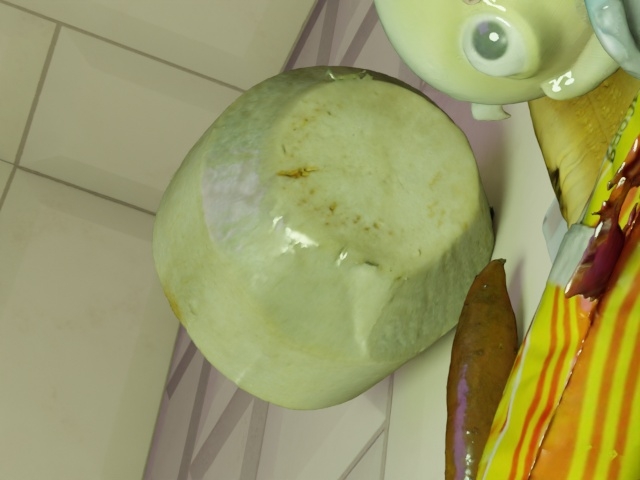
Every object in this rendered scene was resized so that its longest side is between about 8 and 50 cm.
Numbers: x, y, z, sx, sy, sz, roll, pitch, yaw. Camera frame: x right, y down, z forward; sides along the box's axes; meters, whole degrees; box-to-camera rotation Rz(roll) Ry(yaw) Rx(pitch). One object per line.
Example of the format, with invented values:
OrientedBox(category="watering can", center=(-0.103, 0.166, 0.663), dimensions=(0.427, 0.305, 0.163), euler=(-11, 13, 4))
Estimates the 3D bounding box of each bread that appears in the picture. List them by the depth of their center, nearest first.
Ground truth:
OrientedBox(category="bread", center=(0.207, -0.057, 0.818), dimensions=(0.142, 0.091, 0.305), euler=(-46, 21, 24))

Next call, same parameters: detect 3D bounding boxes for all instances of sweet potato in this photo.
OrientedBox(category="sweet potato", center=(0.120, 0.132, 1.016), dimensions=(0.057, 0.057, 0.265), euler=(131, 154, -61))

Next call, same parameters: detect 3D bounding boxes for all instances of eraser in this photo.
OrientedBox(category="eraser", center=(0.194, -0.007, 0.970), dimensions=(0.105, 0.026, 0.065), euler=(-89, 19, -58))

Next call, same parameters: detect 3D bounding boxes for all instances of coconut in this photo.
OrientedBox(category="coconut", center=(0.000, 0.000, 1.233), dimensions=(0.323, 0.323, 0.323), euler=(-161, 90, -79))

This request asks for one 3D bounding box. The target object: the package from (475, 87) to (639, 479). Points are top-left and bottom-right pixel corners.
OrientedBox(category="package", center=(0.153, 0.046, 0.502), dimensions=(0.108, 0.288, 0.223), euler=(22, 92, 45))

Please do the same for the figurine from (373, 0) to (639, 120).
OrientedBox(category="figurine", center=(0.212, -0.153, 0.686), dimensions=(0.394, 0.274, 0.227), euler=(25, 121, 52))
